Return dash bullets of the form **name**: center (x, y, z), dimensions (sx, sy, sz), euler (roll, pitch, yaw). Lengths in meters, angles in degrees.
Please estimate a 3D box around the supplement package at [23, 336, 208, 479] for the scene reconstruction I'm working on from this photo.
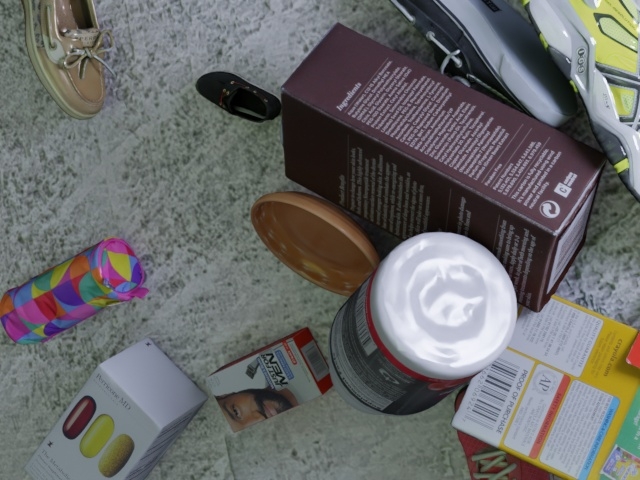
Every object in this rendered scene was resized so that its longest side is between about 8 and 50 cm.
- **supplement package**: center (-0.304, 0.285, 2.167), dimensions (0.139, 0.134, 0.244), euler (43, 119, 10)

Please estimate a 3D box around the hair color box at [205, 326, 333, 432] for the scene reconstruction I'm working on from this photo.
- **hair color box**: center (-0.071, 0.199, 2.067), dimensions (0.167, 0.053, 0.093), euler (-27, 92, 32)

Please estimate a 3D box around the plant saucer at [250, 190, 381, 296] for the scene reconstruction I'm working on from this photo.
- **plant saucer**: center (0.000, 0.000, 1.929), dimensions (0.200, 0.037, 0.200), euler (28, 156, 14)

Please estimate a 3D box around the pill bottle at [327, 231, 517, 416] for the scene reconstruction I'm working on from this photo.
- **pill bottle**: center (0.109, 0.119, 1.810), dimensions (0.176, 0.176, 0.318), euler (51, 157, 6)

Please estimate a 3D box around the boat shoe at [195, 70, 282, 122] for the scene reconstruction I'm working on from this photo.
- **boat shoe**: center (-0.116, -0.196, 1.984), dimensions (0.133, 0.042, 0.049), euler (22, 116, 22)

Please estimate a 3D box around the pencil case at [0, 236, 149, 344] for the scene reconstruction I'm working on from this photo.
- **pencil case**: center (-0.368, 0.080, 2.164), dimensions (0.236, 0.104, 0.104), euler (-23, 93, 32)

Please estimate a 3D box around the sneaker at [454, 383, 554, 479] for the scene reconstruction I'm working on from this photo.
- **sneaker**: center (0.250, 0.336, 1.890), dimensions (0.116, 0.136, 0.314), euler (-19, 95, 30)

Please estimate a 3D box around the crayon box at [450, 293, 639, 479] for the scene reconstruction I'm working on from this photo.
- **crayon box**: center (0.349, 0.204, 1.791), dimensions (0.322, 0.083, 0.203), euler (24, 90, 21)

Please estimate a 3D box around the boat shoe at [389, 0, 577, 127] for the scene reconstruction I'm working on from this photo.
- **boat shoe**: center (0.183, -0.237, 1.775), dimensions (0.306, 0.113, 0.105), euler (47, 125, 11)

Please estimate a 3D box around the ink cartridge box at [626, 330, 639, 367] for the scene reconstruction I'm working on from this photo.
- **ink cartridge box**: center (0.470, 0.112, 1.713), dimensions (0.179, 0.145, 0.045), euler (24, 155, 17)

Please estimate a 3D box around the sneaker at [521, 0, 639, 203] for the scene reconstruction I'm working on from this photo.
- **sneaker**: center (0.375, -0.172, 1.678), dimensions (0.147, 0.145, 0.385), euler (-30, 97, 16)

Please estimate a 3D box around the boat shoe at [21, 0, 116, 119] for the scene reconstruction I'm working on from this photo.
- **boat shoe**: center (-0.356, -0.311, 2.038), dimensions (0.089, 0.104, 0.285), euler (-15, 96, 33)

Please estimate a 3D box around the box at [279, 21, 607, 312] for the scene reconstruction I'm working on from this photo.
- **box**: center (0.142, -0.089, 1.781), dimensions (0.381, 0.143, 0.191), euler (28, 152, 16)
